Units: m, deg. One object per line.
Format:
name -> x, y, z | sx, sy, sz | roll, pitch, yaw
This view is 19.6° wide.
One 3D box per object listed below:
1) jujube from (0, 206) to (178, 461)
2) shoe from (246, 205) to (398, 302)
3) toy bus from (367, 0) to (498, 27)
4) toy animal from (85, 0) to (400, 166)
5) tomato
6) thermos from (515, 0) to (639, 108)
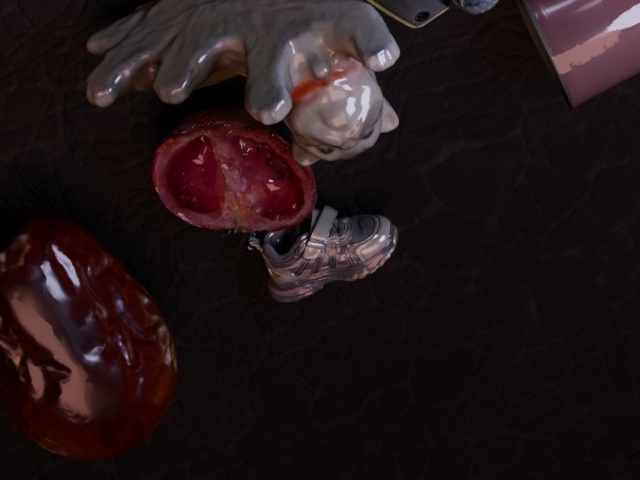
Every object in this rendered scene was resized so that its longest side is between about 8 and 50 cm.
jujube -> -0.300, 0.112, 2.177 | 0.223, 0.223, 0.318 | -23, 121, 10
shoe -> 0.000, 0.000, 2.215 | 0.180, 0.089, 0.092 | -21, 128, 19
toy bus -> 0.170, -0.389, 1.834 | 0.365, 0.202, 0.177 | -35, 145, 21
toy animal -> -0.077, -0.168, 1.968 | 0.308, 0.266, 0.188 | -30, 147, 3
tomato -> -0.095, -0.094, 2.104 | 0.189, 0.099, 0.173 | 2, 135, 4
thermos -> 0.364, -0.256, 2.023 | 0.265, 0.146, 0.176 | -25, 123, 4
